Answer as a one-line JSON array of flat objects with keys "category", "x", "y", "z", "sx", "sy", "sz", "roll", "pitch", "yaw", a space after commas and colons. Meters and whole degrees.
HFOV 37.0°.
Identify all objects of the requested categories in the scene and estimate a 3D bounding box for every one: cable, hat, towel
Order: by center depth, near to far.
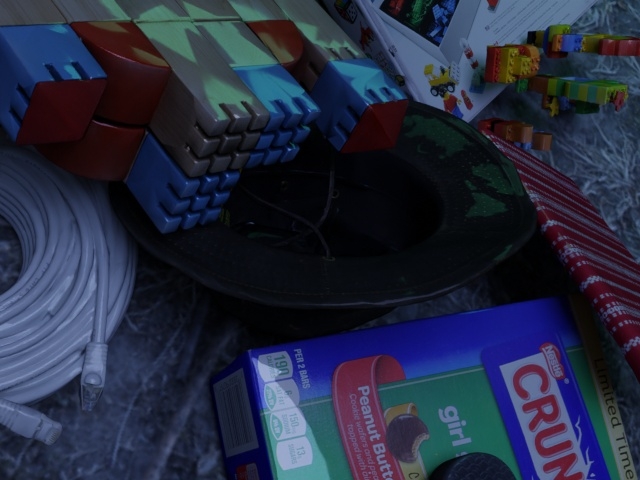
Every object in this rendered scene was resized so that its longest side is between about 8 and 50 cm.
[{"category": "cable", "x": -0.265, "y": 0.005, "z": 0.708, "sx": 0.257, "sy": 0.089, "sz": 0.257, "roll": 20, "pitch": 65, "yaw": -15}, {"category": "hat", "x": 0.000, "y": 0.000, "z": 0.770, "sx": 0.331, "sy": 0.134, "sz": 0.331, "roll": 4, "pitch": 33, "yaw": -3}, {"category": "towel", "x": 0.247, "y": 0.026, "z": 0.843, "sx": 0.198, "sy": 0.031, "sz": 0.275, "roll": 18, "pitch": 35, "yaw": -51}]

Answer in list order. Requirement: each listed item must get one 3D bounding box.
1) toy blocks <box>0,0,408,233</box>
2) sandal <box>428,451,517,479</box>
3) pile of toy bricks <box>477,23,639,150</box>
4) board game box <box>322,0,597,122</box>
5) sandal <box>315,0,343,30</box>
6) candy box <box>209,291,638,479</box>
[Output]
[{"category": "toy blocks", "x": -0.115, "y": -0.125, "z": 0.675, "sx": 0.381, "sy": 0.191, "sz": 0.261, "roll": -14, "pitch": 57, "yaw": -45}, {"category": "sandal", "x": 0.132, "y": 0.280, "z": 0.675, "sx": 0.097, "sy": 0.054, "sz": 0.255, "roll": 2, "pitch": 66, "yaw": -31}, {"category": "pile of toy bricks", "x": 0.248, "y": -0.146, "z": 0.924, "sx": 0.212, "sy": 0.105, "sz": 0.118, "roll": -17, "pitch": 115, "yaw": -45}, {"category": "board game box", "x": 0.146, "y": -0.249, "z": 0.946, "sx": 0.305, "sy": 0.053, "sz": 0.193, "roll": -42, "pitch": 108, "yaw": -31}, {"category": "sandal", "x": 0.001, "y": -0.197, "z": 0.907, "sx": 0.090, "sy": 0.060, "sz": 0.219, "roll": -42, "pitch": 107, "yaw": -32}, {"category": "candy box", "x": 0.097, "y": 0.202, "z": 0.773, "sx": 0.317, "sy": 0.122, "sz": 0.268, "roll": -7, "pitch": 76, "yaw": -26}]
